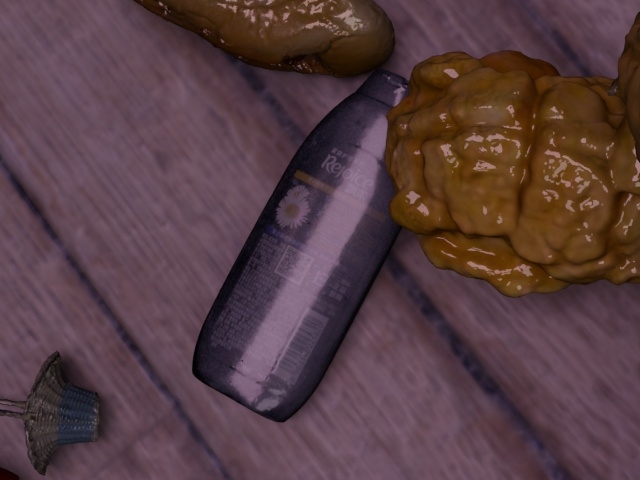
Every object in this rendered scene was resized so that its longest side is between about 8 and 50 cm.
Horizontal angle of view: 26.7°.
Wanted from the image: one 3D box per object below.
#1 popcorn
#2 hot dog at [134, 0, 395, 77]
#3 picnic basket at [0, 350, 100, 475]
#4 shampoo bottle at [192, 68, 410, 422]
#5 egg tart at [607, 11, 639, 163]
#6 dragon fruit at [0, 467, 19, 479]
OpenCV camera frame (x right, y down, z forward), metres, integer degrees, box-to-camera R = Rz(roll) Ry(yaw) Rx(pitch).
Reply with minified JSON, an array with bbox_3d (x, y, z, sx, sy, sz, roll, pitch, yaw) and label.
[{"bbox_3d":[0.138,-0.037,0.799,0.194,0.163,0.140,7,114,-14],"label":"popcorn"},{"bbox_3d":[-0.066,-0.167,0.900,0.243,0.084,0.073,30,93,14],"label":"hot dog"},{"bbox_3d":[-0.189,0.114,0.899,0.083,0.065,0.083,5,92,-9],"label":"picnic basket"},{"bbox_3d":[0.000,0.000,0.877,0.087,0.049,0.233,27,88,12],"label":"shampoo bottle"},{"bbox_3d":[0.322,0.017,0.601,0.178,0.443,0.443,-44,75,26],"label":"egg tart"},{"bbox_3d":[-0.395,0.272,0.876,0.330,0.302,0.240,3,115,28],"label":"dragon fruit"}]
